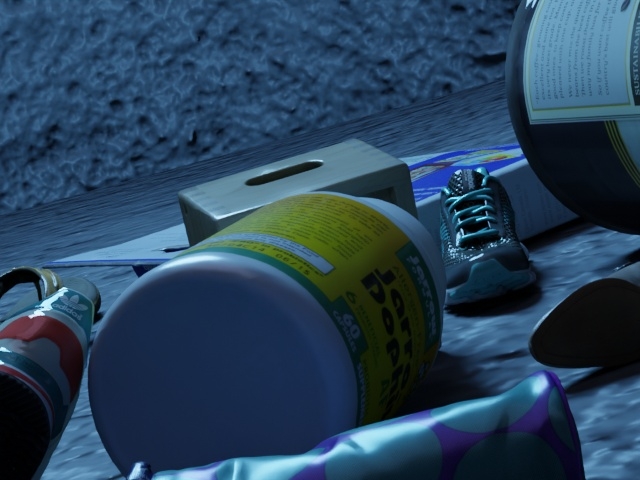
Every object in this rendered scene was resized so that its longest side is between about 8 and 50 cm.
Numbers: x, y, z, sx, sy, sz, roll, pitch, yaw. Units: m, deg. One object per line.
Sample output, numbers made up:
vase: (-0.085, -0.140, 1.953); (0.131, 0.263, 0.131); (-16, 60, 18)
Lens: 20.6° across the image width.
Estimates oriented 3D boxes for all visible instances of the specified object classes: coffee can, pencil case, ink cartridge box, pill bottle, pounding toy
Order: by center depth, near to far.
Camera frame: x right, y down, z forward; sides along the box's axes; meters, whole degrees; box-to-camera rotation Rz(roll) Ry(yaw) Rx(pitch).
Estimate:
pencil case: (0.015, 0.090, 0.599); (0.152, 0.064, 0.070); (-14, 24, 2)
pill bottle: (-0.011, 0.042, 0.803); (0.118, 0.117, 0.208); (-12, 8, 21)
pounding toy: (0.005, 0.018, 0.981); (0.141, 0.130, 0.100); (-18, 20, -17)
coffee can: (0.252, -0.098, 0.985); (0.202, 0.201, 0.275); (-18, 8, -18)
ink cartridge box: (0.000, 0.000, 1.303); (0.307, 0.072, 0.304); (-22, 12, -33)

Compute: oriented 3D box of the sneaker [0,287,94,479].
sneaker: (-0.136, 0.078, 0.777); (0.075, 0.057, 0.161); (-59, 3, -39)

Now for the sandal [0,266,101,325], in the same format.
sandal: (-0.241, 0.054, 1.389); (0.090, 0.060, 0.219); (-12, 8, 21)

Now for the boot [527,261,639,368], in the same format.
boot: (0.141, 0.036, 0.869); (0.118, 0.042, 0.087); (-16, 1, -17)

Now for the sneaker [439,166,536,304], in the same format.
sneaker: (0.095, -0.006, 1.103); (0.065, 0.076, 0.166); (-15, 8, 5)
